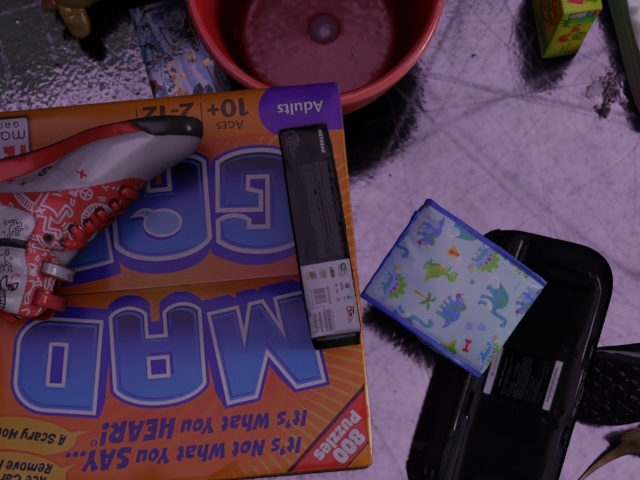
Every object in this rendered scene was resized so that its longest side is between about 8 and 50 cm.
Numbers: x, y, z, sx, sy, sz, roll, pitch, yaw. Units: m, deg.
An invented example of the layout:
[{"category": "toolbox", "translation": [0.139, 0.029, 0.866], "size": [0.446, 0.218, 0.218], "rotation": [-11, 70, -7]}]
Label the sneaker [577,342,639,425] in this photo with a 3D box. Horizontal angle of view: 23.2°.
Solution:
[{"category": "sneaker", "translation": [0.370, 0.149, 1.704], "size": [0.234, 0.097, 0.084], "rotation": [-4, 99, 24]}]

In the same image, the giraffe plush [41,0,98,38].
[{"category": "giraffe plush", "translation": [-0.238, -0.317, 1.741], "size": [0.170, 0.210, 0.181], "rotation": [-34, 60, 28]}]

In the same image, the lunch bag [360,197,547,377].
[{"category": "lunch bag", "translation": [0.134, 0.048, 1.634], "size": [0.151, 0.096, 0.129], "rotation": [35, 88, -14]}]

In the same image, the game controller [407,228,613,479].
[{"category": "game controller", "translation": [0.206, 0.146, 1.698], "size": [0.166, 0.067, 0.319], "rotation": [15, 83, 19]}]

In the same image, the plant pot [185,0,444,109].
[{"category": "plant pot", "translation": [-0.003, -0.252, 1.681], "size": [0.275, 0.243, 0.275], "rotation": [0, 82, 2]}]

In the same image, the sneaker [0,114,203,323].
[{"category": "sneaker", "translation": [-0.218, -0.012, 1.369], "size": [0.270, 0.090, 0.145], "rotation": [-15, 82, 2]}]

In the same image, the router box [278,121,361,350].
[{"category": "router box", "translation": [0.000, 0.000, 1.339], "size": [0.046, 0.133, 0.179], "rotation": [-9, 82, 0]}]

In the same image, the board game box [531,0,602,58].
[{"category": "board game box", "translation": [0.266, -0.269, 1.709], "size": [0.043, 0.181, 0.092], "rotation": [-8, 82, 0]}]

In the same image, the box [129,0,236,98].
[{"category": "box", "translation": [-0.155, -0.210, 1.786], "size": [0.094, 0.027, 0.137], "rotation": [-15, 82, 0]}]

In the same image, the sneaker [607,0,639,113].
[{"category": "sneaker", "translation": [0.412, -0.296, 1.757], "size": [0.169, 0.108, 0.293], "rotation": [-13, 92, -3]}]

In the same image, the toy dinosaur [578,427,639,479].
[{"category": "toy dinosaur", "translation": [0.356, 0.216, 1.691], "size": [0.092, 0.183, 0.053], "rotation": [11, 57, -38]}]

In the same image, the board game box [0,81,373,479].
[{"category": "board game box", "translation": [-0.139, 0.067, 1.580], "size": [0.356, 0.356, 0.356], "rotation": [-5, 82, 1]}]
